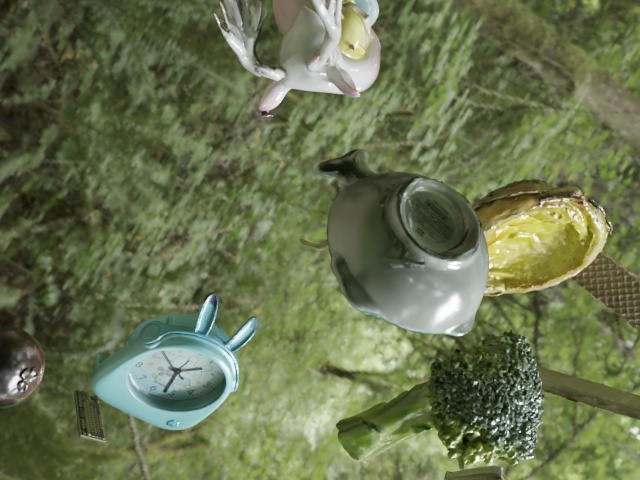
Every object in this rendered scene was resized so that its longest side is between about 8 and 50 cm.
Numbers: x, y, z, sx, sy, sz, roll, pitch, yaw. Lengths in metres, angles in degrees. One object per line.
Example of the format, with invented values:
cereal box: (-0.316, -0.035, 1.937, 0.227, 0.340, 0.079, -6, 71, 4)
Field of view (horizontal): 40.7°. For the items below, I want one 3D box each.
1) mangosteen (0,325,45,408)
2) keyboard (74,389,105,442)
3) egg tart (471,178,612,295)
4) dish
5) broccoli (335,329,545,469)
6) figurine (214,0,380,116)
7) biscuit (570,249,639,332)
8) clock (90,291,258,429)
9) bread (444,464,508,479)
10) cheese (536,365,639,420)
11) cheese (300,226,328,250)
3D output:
mangosteen: (-0.742, 0.288, 1.994, 0.210, 0.209, 0.210, -61, 178, -4)
keyboard: (-0.417, 0.316, 1.556, 0.015, 0.049, 0.129, -61, -151, 17)
egg tart: (0.303, -0.009, 1.324, 0.279, 0.278, 0.095, 115, -26, -52)
dish: (0.101, -0.016, 0.927, 0.224, 0.246, 0.078, -24, 162, -38)
broccoli: (0.220, 0.312, 1.581, 0.353, 0.396, 0.275, 80, 2, -57)
figurine: (-0.032, -0.301, 1.137, 0.316, 0.206, 0.284, -75, 150, -65)
biscuit: (0.669, 0.126, 1.841, 0.094, 0.378, 0.054, -53, 175, 18)
clock: (-0.120, 0.104, 0.750, 0.147, 0.108, 0.045, -38, -145, 26)
bread: (0.226, 0.437, 1.236, 0.210, 0.109, 0.192, 75, 22, -52)
cheese: (0.528, 0.310, 1.828, 0.085, 0.400, 0.034, -5, 101, -41)
cheese: (0.000, 0.001, 1.608, 0.084, 0.041, 0.060, -27, -177, -24)
